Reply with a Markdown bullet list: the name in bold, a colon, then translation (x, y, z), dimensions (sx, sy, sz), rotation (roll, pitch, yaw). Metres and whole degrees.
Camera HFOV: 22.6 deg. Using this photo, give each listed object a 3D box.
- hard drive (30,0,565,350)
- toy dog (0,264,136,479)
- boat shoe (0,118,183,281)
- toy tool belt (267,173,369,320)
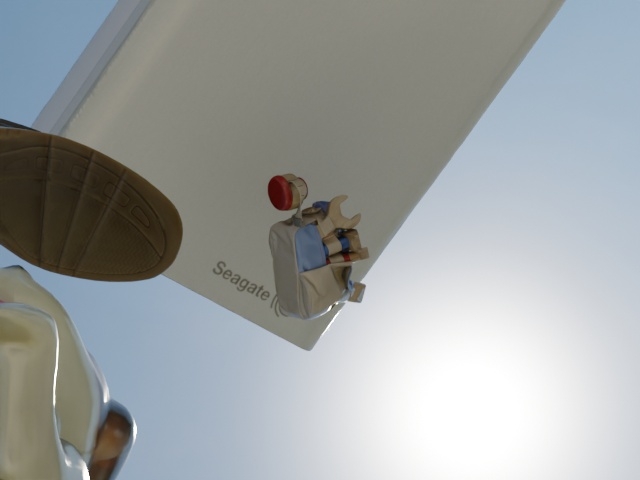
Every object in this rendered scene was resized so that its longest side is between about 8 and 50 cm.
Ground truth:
- **hard drive**: translation (0.011, -0.125, 0.913), dimensions (0.233, 0.047, 0.353), rotation (31, -82, -39)
- **toy dog**: translation (-0.273, 0.184, 1.090), dimensions (0.408, 0.284, 0.395), rotation (-63, -23, -54)
- **boat shoe**: translation (-0.128, -0.026, 0.648), dimensions (0.152, 0.049, 0.056), rotation (21, -79, -10)
- **toy tool belt**: translation (0.000, 0.000, 0.870), dimensions (0.051, 0.052, 0.083), rotation (-17, -72, -33)
